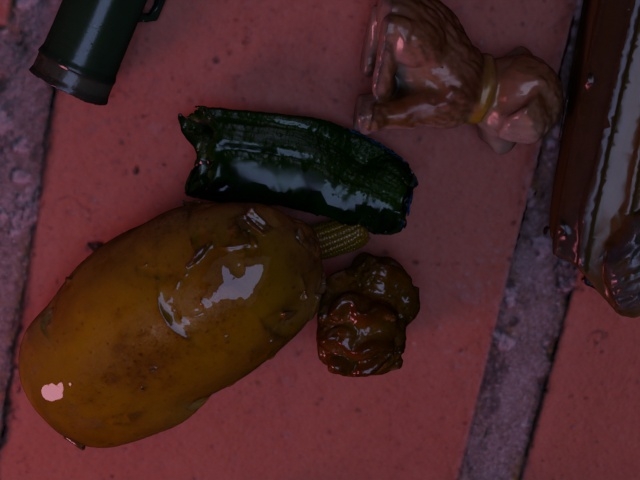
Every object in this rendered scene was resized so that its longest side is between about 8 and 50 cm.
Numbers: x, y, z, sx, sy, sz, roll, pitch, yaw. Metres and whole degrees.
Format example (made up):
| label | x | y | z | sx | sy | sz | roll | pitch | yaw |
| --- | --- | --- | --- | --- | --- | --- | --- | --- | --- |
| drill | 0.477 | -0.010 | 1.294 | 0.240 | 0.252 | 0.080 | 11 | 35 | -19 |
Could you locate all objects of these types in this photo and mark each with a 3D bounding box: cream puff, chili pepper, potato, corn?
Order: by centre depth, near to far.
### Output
| label | x | y | z | sx | sy | sz | roll | pitch | yaw |
| --- | --- | --- | --- | --- | --- | --- | --- | --- | --- |
| potato | -0.132 | 0.066 | 1.199 | 0.300 | 0.140 | 0.173 | -33 | 94 | 15 |
| chili pepper | -0.024 | -0.065 | 1.214 | 0.224 | 0.061 | 0.098 | 13 | 82 | -2 |
| cream puff | 0.044 | 0.072 | 1.235 | 0.094 | 0.122 | 0.116 | 0 | 144 | 4 |
| corn | 0.000 | 0.000 | 1.246 | 0.092 | 0.037 | 0.037 | -14 | 105 | -2 |

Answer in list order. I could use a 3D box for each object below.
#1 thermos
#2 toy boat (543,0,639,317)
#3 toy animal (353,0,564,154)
| label | x | y | z | sx | sy | sz | roll | pitch | yaw |
| --- | --- | --- | --- | --- | --- | --- | --- | --- | --- |
| thermos | -0.177 | -0.214 | 1.160 | 0.083 | 0.073 | 0.188 | 24 | 101 | -8 |
| toy boat | 0.307 | -0.151 | 1.176 | 0.162 | 0.136 | 0.446 | 9 | 103 | -1 |
| toy animal | 0.132 | -0.168 | 1.178 | 0.185 | 0.104 | 0.184 | 9 | 105 | -2 |
